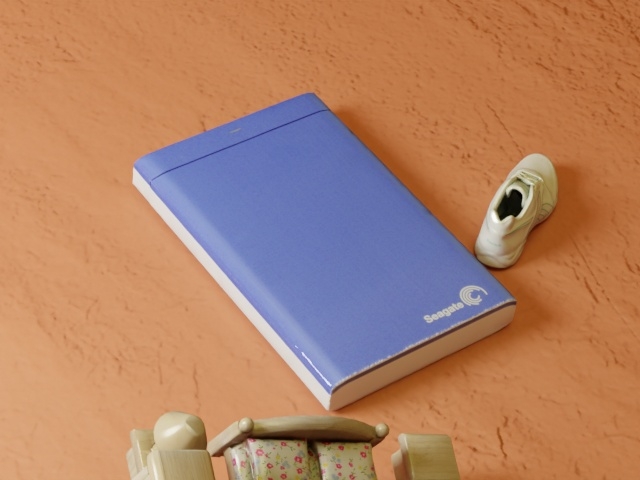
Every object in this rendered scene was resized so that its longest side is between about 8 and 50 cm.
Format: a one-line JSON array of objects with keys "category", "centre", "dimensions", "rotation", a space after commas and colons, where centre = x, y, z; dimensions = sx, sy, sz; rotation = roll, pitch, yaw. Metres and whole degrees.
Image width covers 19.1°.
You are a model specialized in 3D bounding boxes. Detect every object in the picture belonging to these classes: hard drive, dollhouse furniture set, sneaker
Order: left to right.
[{"category": "hard drive", "centre": [0.000, 0.000, 1.752], "dimensions": [0.210, 0.040, 0.319], "rotation": [-23, 54, -28]}, {"category": "dollhouse furniture set", "centre": [0.012, 0.253, 1.370], "dimensions": [0.355, 0.174, 0.303], "rotation": [4, 59, -32]}, {"category": "sneaker", "centre": [0.193, -0.040, 1.809], "dimensions": [0.053, 0.061, 0.152], "rotation": [20, 45, 12]}]
